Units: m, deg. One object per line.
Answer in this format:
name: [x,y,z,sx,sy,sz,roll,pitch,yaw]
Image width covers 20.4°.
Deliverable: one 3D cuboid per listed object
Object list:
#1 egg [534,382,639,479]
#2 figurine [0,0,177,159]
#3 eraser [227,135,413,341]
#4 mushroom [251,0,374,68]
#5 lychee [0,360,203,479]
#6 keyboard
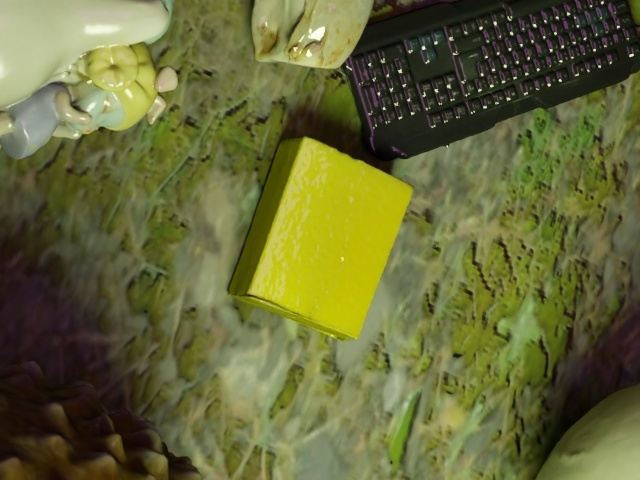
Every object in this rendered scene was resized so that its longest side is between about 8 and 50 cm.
egg: [0.293,0.267,1.255,0.283,0.345,0.283,-23,141,-20]
figurine: [-0.147,-0.152,1.161,0.235,0.127,0.155,-23,81,-27]
eraser: [0.000,0.000,1.270,0.097,0.045,0.122,25,79,-24]
mushroom: [-0.031,-0.291,1.241,0.123,0.095,0.351,-15,95,-6]
lychee: [-0.222,0.242,0.987,0.432,0.380,0.380,-15,96,-38]
keyboard: [0.136,-0.140,1.355,0.262,0.016,0.106,-20,98,-25]
